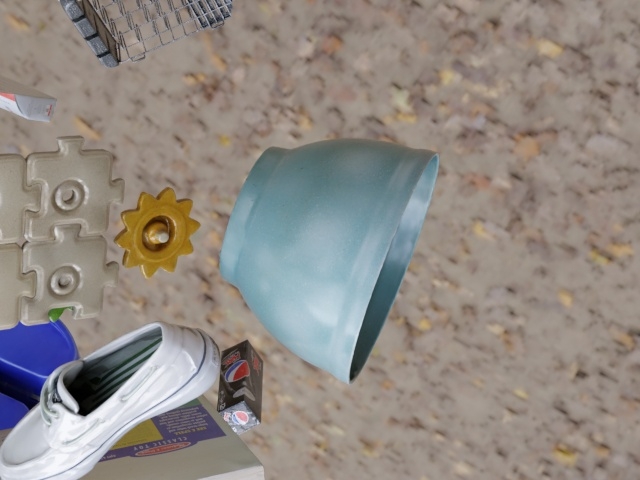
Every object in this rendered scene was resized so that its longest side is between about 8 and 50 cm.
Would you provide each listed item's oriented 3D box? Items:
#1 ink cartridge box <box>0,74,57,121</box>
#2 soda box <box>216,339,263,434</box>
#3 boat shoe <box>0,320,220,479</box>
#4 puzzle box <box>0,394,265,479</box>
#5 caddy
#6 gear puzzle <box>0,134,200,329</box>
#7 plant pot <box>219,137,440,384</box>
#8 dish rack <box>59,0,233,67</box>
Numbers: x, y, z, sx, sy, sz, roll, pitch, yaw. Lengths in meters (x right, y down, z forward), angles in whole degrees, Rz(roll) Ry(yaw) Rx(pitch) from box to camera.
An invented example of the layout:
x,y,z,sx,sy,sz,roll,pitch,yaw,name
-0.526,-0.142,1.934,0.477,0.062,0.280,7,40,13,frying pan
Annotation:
x,y,z,sx,sy,sz,roll,pitch,yaw,name
-0.484,-0.214,1.785,0.145,0.045,0.179,23,-167,17,ink cartridge box
-0.131,0.240,2.055,0.053,0.169,0.060,-26,119,13,soda box
-0.190,0.126,1.010,0.226,0.083,0.076,-35,139,15,boat shoe
-0.291,0.272,1.413,0.272,0.408,0.052,-151,54,-67,puzzle box
-0.473,0.198,1.716,0.341,0.241,0.179,25,150,13,caddy
-0.257,-0.009,1.082,0.044,0.338,0.176,31,120,50,gear puzzle
0.000,0.000,1.488,0.196,0.293,0.293,21,150,10,plant pot
-0.289,-0.403,2.096,0.271,0.074,0.208,-22,150,5,dish rack
